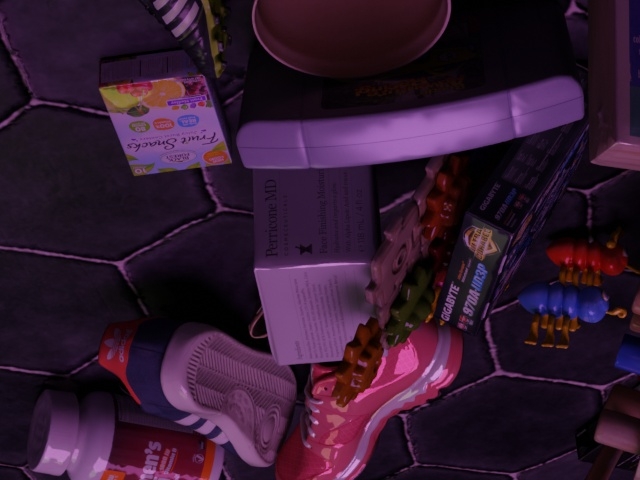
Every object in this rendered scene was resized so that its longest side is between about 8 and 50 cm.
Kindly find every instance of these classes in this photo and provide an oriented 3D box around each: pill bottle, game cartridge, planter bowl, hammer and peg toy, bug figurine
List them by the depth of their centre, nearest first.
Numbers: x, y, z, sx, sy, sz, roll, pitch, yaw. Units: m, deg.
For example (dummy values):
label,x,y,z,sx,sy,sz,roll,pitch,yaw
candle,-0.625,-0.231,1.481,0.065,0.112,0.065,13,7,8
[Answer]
label,x,y,z,sx,sy,sz,roll,pitch,yaw
planter bowl,0.022,-0.227,1.409,0.162,0.109,0.162,-2,147,-2
game cartridge,0.075,-0.134,1.478,0.294,0.196,0.060,-8,123,6
bug figurine,0.217,0.036,1.764,0.216,0.279,0.072,5,104,14
hammer and peg toy,0.375,0.130,1.776,0.127,0.266,0.361,17,131,11
pill bottle,-0.238,0.250,2.084,0.221,0.121,0.121,12,143,-23

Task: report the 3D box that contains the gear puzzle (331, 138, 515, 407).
label,x,y,z,sx,sy,sz,roll,pitch,yaw
gear puzzle,0.103,0.016,1.606,0.044,0.339,0.175,23,151,20

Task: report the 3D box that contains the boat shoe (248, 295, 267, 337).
label,x,y,z,sx,sy,sz,roll,pitch,yaw
boat shoe,-0.026,0.061,1.874,0.056,0.048,0.153,43,134,-15

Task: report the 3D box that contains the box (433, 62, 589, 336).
label,x,y,z,sx,sy,sz,roll,pitch,yaw
box,0.190,-0.038,1.614,0.051,0.220,0.175,29,147,11

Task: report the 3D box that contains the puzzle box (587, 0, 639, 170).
label,x,y,z,sx,sy,sz,roll,pitch,yaw
puzzle box,0.410,-0.168,1.390,0.409,0.272,0.052,8,162,-16

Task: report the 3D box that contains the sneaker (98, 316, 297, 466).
label,x,y,z,sx,sy,sz,roll,pitch,yaw
sneaker,-0.142,0.167,1.990,0.148,0.131,0.350,10,160,24

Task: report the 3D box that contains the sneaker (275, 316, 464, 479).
label,x,y,z,sx,sy,sz,roll,pitch,yaw
sneaker,0.023,0.176,1.997,0.136,0.116,0.314,26,120,-29

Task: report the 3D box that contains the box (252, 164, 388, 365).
label,x,y,z,sx,sy,sz,roll,pitch,yaw
box,0.000,0.000,1.679,0.119,0.181,0.182,-5,146,3

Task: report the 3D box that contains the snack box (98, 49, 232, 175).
label,x,y,z,sx,sy,sz,roll,pitch,yaw
snack box,-0.145,-0.120,1.616,0.100,0.037,0.141,-6,146,6

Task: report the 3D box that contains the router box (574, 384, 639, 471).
label,x,y,z,sx,sy,sz,roll,pitch,yaw
router box,0.433,0.241,2.198,0.133,0.046,0.179,14,143,-25

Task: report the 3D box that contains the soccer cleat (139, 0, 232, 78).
label,x,y,z,sx,sy,sz,roll,pitch,yaw
soccer cleat,-0.124,-0.210,1.475,0.072,0.060,0.179,-2,141,14
